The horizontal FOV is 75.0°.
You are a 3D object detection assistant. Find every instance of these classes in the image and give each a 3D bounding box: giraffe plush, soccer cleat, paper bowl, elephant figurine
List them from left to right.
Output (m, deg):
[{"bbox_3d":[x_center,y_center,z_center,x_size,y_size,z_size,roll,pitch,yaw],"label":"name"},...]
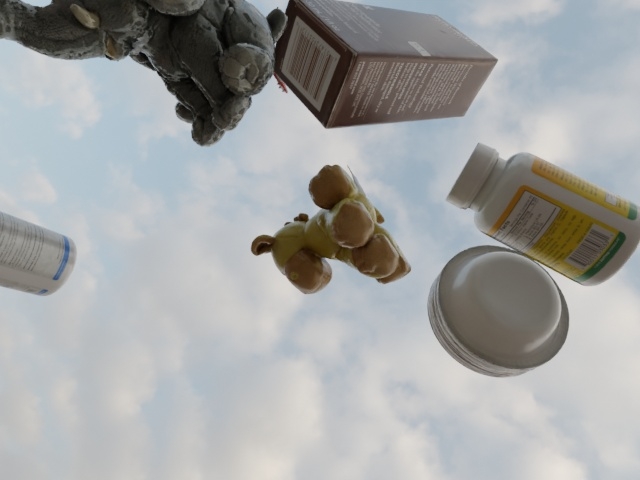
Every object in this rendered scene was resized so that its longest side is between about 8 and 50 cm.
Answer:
[{"bbox_3d":[-0.168,-0.224,0.416,0.169,0.239,0.186,-45,-150,21],"label":"elephant figurine"},{"bbox_3d":[-0.104,-0.431,1.106,0.036,0.029,0.083,-36,-73,-7],"label":"soccer cleat"},{"bbox_3d":[0.000,0.000,0.588,0.170,0.210,0.181,-34,-58,13],"label":"giraffe plush"},{"bbox_3d":[0.389,0.139,0.904,0.284,0.284,0.148,42,-25,19],"label":"paper bowl"}]

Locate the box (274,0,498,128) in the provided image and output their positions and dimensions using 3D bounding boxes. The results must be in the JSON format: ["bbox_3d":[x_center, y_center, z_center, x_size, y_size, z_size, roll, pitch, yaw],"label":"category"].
[{"bbox_3d":[0.127,-0.325,0.772,0.191,0.381,0.143,53,-42,26],"label":"box"}]

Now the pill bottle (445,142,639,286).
[{"bbox_3d":[0.275,-0.040,0.536,0.208,0.117,0.117,30,-67,12],"label":"pill bottle"}]

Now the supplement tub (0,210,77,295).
[{"bbox_3d":[-0.313,0.011,0.417,0.071,0.107,0.071,-12,-117,24],"label":"supplement tub"}]
